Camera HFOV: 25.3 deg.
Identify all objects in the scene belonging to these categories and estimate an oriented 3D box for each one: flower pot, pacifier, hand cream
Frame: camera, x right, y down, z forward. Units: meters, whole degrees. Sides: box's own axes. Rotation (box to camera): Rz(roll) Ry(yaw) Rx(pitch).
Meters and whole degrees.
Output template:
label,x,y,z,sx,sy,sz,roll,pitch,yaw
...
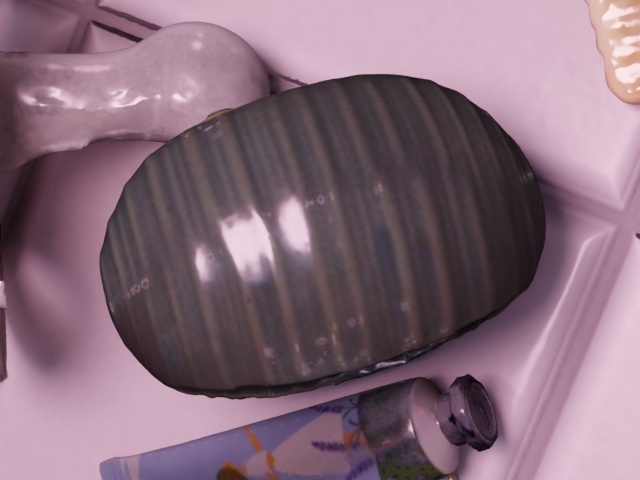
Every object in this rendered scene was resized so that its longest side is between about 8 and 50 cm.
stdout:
label,x,y,z,sx,sy,sz,roll,pitch,yaw
flower pot,0.000,0.000,0.782,0.243,0.189,0.157,-18,84,-6
pacifier,-0.186,-0.079,0.863,0.273,0.220,0.332,8,112,23
hand cream,-0.021,0.143,0.862,0.271,0.058,0.091,-22,83,26

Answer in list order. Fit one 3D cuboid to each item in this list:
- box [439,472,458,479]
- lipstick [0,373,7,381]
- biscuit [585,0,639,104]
label,x,y,z,sx,sy,sz,roll,pitch,yaw
box,0.076,0.179,0.836,0.046,0.012,0.083,-33,73,18
lipstick,-0.329,0.065,0.826,0.080,0.371,0.076,-28,75,19
biscuit,0.262,-0.179,0.778,0.250,0.030,0.160,-17,78,21
